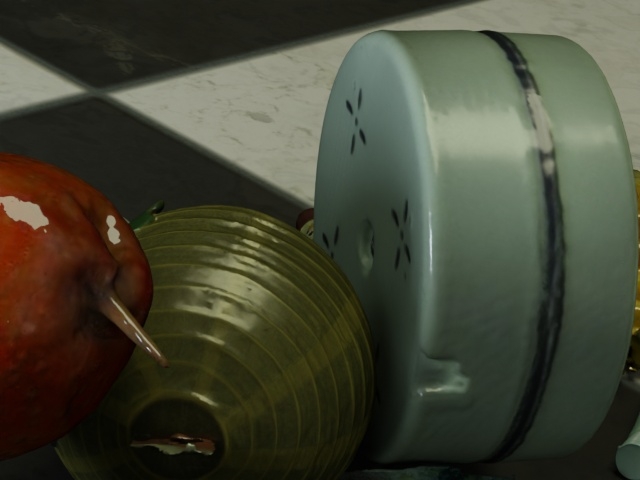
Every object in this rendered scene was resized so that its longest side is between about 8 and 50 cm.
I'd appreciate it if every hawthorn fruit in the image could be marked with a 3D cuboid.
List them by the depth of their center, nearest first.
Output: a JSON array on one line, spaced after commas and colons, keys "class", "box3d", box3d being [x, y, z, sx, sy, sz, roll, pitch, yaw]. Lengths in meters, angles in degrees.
[{"class": "hawthorn fruit", "box3d": [-0.200, 0.043, 1.019, 0.262, 0.210, 0.210, -1, 19, 26]}]

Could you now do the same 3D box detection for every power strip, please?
[{"class": "power strip", "box3d": [0.107, -0.004, 1.275, 0.161, 0.357, 0.357, -1, 29, -14]}]

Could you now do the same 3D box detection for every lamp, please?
[{"class": "lamp", "box3d": [-0.081, 0.105, 1.167, 0.250, 0.250, 0.284, 14, 18, -1]}]

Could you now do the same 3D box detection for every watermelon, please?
[{"class": "watermelon", "box3d": [0.087, 0.202, 1.274, 0.180, 0.081, 0.094, 15, 5, -36]}]

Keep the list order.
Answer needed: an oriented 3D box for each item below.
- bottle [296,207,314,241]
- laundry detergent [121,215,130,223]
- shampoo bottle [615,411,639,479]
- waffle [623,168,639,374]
[{"class": "bottle", "box3d": [-0.002, 0.000, 1.645, 0.063, 0.047, 0.101, -4, 29, -13]}, {"class": "laundry detergent", "box3d": [-0.154, 0.054, 1.434, 0.099, 0.070, 0.225, 0, 28, -40]}, {"class": "shampoo bottle", "box3d": [0.317, 0.163, 1.489, 0.069, 0.041, 0.190, 30, 30, 18]}, {"class": "waffle", "box3d": [0.240, 0.011, 1.699, 0.379, 0.095, 0.382, -4, 35, -32]}]
